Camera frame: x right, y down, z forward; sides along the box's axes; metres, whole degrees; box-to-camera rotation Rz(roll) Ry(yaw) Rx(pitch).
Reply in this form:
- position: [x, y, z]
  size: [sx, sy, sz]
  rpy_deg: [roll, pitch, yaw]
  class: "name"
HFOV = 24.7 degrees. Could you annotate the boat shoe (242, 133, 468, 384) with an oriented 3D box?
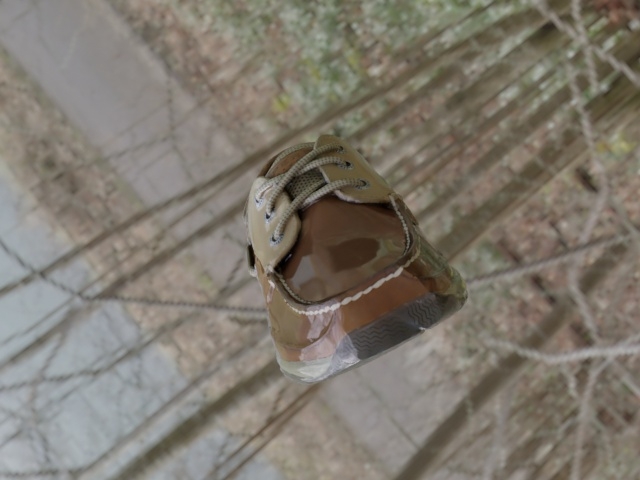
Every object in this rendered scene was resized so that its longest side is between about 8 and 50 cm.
- position: [0.000, 0.000, 0.925]
  size: [0.120, 0.122, 0.324]
  rpy_deg: [62, 176, -10]
  class: "boat shoe"
